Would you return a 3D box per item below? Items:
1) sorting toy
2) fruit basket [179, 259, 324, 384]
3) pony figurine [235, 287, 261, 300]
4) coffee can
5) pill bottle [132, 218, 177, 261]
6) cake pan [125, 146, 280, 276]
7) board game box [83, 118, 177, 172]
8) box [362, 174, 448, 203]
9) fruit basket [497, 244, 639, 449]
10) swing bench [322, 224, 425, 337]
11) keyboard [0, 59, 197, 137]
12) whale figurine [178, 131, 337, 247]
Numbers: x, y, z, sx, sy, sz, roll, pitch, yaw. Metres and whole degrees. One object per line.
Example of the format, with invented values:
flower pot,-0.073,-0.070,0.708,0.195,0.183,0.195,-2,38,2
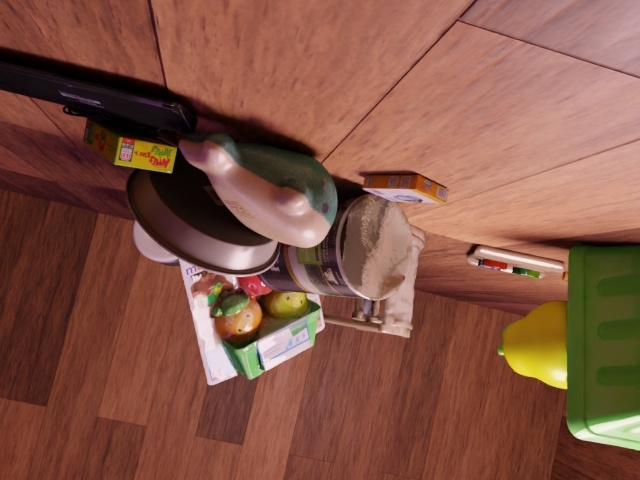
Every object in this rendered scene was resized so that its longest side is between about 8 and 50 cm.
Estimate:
sorting toy,0.526,0.074,1.619,0.306,0.041,0.229,12,174,9
fruit basket,-0.132,0.118,1.438,0.326,0.353,0.165,-23,-145,-31
pony figurine,-0.213,-0.003,1.664,0.363,0.303,0.351,3,-159,41
coffee can,0.017,0.011,1.301,0.201,0.202,0.275,18,167,-41
pill bottle,-0.509,-0.015,2.227,0.204,0.204,0.361,13,173,-2
cake pan,-0.188,-0.061,1.128,0.293,0.054,0.293,26,-148,-17
board game box,-0.310,-0.154,1.043,0.092,0.043,0.181,7,-166,-36
box,0.134,-0.086,1.076,0.081,0.028,0.136,18,174,-40
fruit basket,0.541,0.202,1.233,0.282,0.393,0.392,15,174,-16
swing bench,0.143,0.097,1.590,0.165,0.254,0.254,17,170,-38
keyboard,-0.336,-0.208,0.952,0.316,0.033,0.201,14,173,-1
whale figurine,-0.085,-0.100,1.006,0.272,0.141,0.216,38,164,-37
